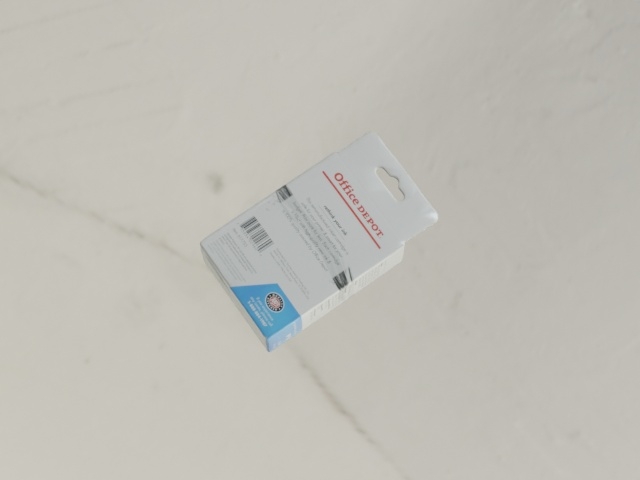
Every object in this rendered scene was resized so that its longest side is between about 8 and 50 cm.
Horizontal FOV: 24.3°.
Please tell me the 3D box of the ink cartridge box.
[{"bbox_3d":[0.000,0.000,0.588,0.048,0.083,0.028,54,-9,13],"label":"ink cartridge box"}]
